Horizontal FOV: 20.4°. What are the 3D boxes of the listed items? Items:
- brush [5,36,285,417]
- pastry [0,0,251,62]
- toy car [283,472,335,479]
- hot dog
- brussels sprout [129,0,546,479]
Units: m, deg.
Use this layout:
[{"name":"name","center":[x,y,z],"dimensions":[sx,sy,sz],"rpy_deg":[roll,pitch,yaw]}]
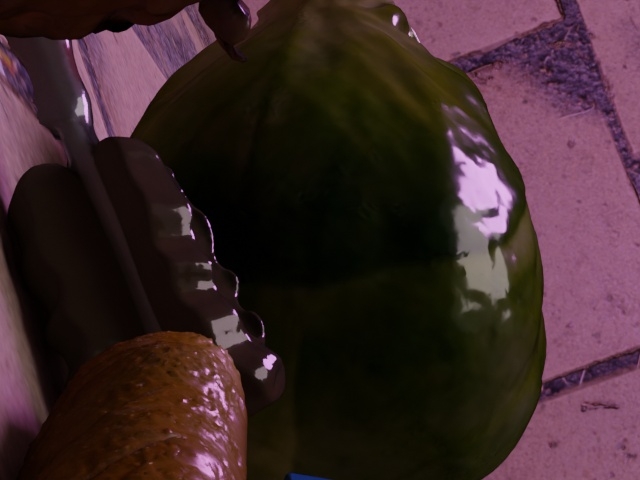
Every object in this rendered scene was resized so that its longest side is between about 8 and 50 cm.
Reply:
[{"name":"brush","center":[-0.105,-0.044,0.758],"dimensions":[0.301,0.084,0.071],"rpy_deg":[65,1,24]},{"name":"pastry","center":[-0.077,-0.241,0.581],"dimensions":[0.405,0.293,0.337],"rpy_deg":[115,-32,-76]},{"name":"toy car","center":[-0.016,0.165,0.571],"dimensions":[0.097,0.100,0.191],"rpy_deg":[-103,-154,-69]},{"name":"hot dog","center":[-0.058,0.097,0.535],"dimensions":[0.061,0.088,0.286],"rpy_deg":[63,2,-19]},{"name":"brussels sprout","center":[0.000,0.000,0.893],"dimensions":[0.210,0.220,0.271],"rpy_deg":[72,15,-55]}]
